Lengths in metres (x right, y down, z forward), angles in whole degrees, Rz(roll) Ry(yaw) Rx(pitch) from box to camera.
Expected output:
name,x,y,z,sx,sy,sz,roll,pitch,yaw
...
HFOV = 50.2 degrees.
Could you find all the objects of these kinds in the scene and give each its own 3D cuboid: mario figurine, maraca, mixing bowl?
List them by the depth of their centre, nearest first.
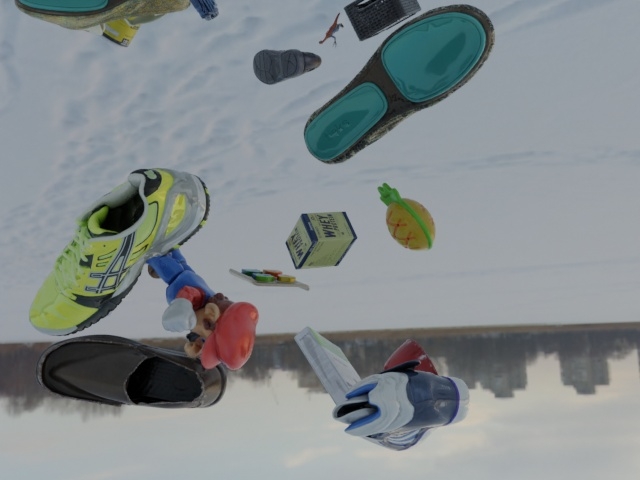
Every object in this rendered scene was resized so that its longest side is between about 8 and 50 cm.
name,x,y,z,sx,sy,sz,roll,pitch,yaw
mario figurine,-0.258,0.135,1.296,0.198,0.170,0.320,-12,-134,-47
maraca,0.193,-0.053,1.561,0.099,0.185,0.127,-38,-179,-16
mixing bowl,0.214,0.343,1.669,0.098,0.181,0.181,-23,177,-13

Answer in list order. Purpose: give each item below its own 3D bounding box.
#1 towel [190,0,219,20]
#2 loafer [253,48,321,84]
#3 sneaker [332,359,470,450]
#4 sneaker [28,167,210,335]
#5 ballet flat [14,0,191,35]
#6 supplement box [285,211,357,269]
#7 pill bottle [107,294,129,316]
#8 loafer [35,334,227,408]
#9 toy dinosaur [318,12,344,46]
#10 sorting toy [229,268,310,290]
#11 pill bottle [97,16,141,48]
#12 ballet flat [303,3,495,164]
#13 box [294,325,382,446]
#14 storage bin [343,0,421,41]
name,x,y,z,sx,sy,sz,roll,pitch,yaw
towel,-0.175,-0.347,0.899,0.029,0.119,0.067,-34,-166,6
loafer,-0.106,-0.536,2.096,0.095,0.108,0.303,-11,-164,-30
sneaker,0.112,0.333,1.337,0.237,0.130,0.323,7,152,-23
sneaker,-0.362,0.009,1.121,0.385,0.145,0.147,-43,151,12
ballet flat,-0.418,-0.473,1.366,0.349,0.123,0.123,-19,177,-16
supplement box,0.000,0.000,1.119,0.083,0.056,0.083,-4,145,-30
pill bottle,-0.464,0.058,1.525,0.121,0.216,0.121,11,142,8
loafer,-0.365,0.248,1.299,0.366,0.133,0.130,3,171,-1
toy dinosaur,0.025,-0.616,2.017,0.082,0.090,0.047,-37,-137,-23
sorting toy,-0.162,0.117,2.163,0.208,0.038,0.193,9,-177,-31
pill bottle,-0.451,-0.547,1.587,0.184,0.103,0.103,-51,151,18
ballet flat,0.162,-0.318,1.383,0.483,0.164,0.182,-33,-179,40
box,0.070,0.392,1.825,0.058,0.322,0.232,-38,146,5
storage bin,0.144,-0.525,1.549,0.122,0.084,0.180,-22,-167,28
